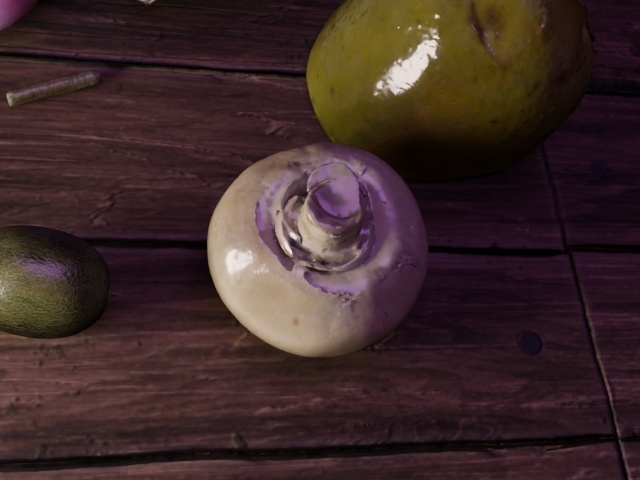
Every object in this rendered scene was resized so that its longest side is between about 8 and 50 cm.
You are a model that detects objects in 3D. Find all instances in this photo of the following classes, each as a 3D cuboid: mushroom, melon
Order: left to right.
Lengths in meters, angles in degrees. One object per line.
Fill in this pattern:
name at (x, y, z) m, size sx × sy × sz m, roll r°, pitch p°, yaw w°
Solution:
melon at (-0.287, 0.044, 1.121) m, size 0.167 × 0.114 × 0.114 m, roll 10°, pitch 59°, yaw -9°
mushroom at (0.000, 0.000, 1.185) m, size 0.246 × 0.202 × 0.246 m, roll 2°, pitch 65°, yaw -5°

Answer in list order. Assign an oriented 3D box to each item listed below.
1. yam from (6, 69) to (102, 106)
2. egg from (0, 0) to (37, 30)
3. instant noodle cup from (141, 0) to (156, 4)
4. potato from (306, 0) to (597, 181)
yam at (-0.312, -0.180, 1.296) m, size 0.116 × 0.021 × 0.021 m, roll -21°, pitch 69°, yaw -25°
egg at (-0.399, -0.360, 1.272) m, size 0.196 × 0.196 × 0.271 m, roll 3°, pitch 56°, yaw -16°
instant noodle cup at (-0.148, -0.421, 1.384) m, size 0.255 × 0.244 × 0.244 m, roll -32°, pitch 74°, yaw -21°
potato at (0.154, -0.218, 1.311) m, size 0.330 × 0.280 × 0.213 m, roll 34°, pitch 55°, yaw 2°
